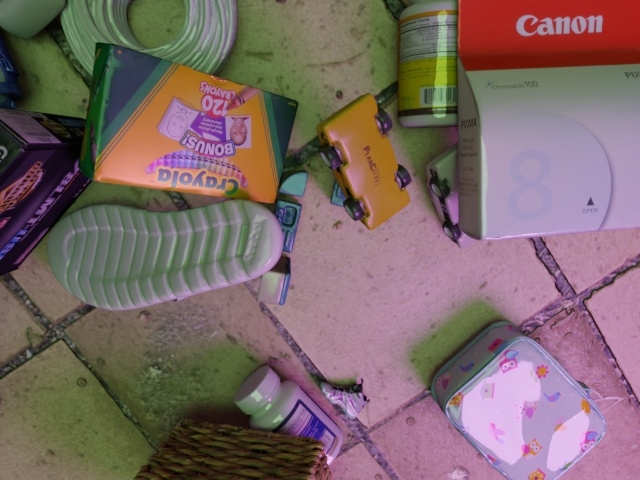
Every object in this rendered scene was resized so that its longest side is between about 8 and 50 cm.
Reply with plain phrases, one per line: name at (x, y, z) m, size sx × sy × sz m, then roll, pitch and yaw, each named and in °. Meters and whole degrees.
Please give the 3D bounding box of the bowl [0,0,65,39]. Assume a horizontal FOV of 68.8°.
bowl at (-0.430, -0.377, 0.661) m, size 0.142 × 0.053 × 0.142 m, roll -13°, pitch 89°, yaw 32°

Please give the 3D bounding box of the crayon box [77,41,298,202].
crayon box at (-0.179, -0.154, 0.667) m, size 0.278 × 0.081 × 0.165 m, roll 3°, pitch 108°, yaw -41°

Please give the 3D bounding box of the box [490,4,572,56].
box at (0.330, -0.238, 0.736) m, size 0.103 × 0.114 × 0.203 m, roll -31°, pitch 100°, yaw 1°

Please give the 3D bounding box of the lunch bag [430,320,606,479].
lunch bag at (0.359, 0.297, 0.845) m, size 0.224 × 0.108 × 0.279 m, roll -45°, pitch 102°, yaw 1°

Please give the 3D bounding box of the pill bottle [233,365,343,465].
pill bottle at (-0.059, 0.316, 0.825) m, size 0.112 × 0.112 × 0.187 m, roll -41°, pitch 100°, yaw 5°

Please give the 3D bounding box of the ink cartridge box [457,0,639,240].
ink cartridge box at (0.349, -0.202, 0.639) m, size 0.308 × 0.091 × 0.385 m, roll -5°, pitch 102°, yaw -5°

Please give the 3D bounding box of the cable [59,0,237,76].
cable at (-0.254, -0.340, 0.700) m, size 0.257 × 0.089 × 0.257 m, roll 27°, pitch 99°, yaw -8°

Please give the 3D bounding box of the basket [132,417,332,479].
basket at (-0.131, 0.447, 0.730) m, size 0.299 × 0.213 × 0.223 m, roll -1°, pitch 117°, yaw 23°

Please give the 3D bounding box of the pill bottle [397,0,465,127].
pill bottle at (0.178, -0.284, 0.717) m, size 0.117 × 0.117 × 0.215 m, roll -1°, pitch 101°, yaw -3°

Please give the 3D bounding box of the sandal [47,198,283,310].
sandal at (-0.249, 0.026, 0.754) m, size 0.416 × 0.102 × 0.170 m, roll -2°, pitch 86°, yaw 16°

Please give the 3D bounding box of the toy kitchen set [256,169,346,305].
toy kitchen set at (0.000, 0.000, 0.761) m, size 0.166 × 0.122 × 0.207 m, roll 12°, pitch 101°, yaw -5°

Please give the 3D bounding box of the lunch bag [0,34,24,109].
lunch bag at (-0.656, -0.289, 0.610) m, size 0.385 × 0.239 × 0.328 m, roll -25°, pitch 101°, yaw -21°

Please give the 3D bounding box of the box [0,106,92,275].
box at (-0.439, -0.047, 0.643) m, size 0.073 × 0.293 × 0.295 m, roll 43°, pitch 95°, yaw -8°

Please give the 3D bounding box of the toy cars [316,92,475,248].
toy cars at (0.138, -0.099, 0.719) m, size 0.393 × 0.087 × 0.177 m, roll 10°, pitch 110°, yaw -34°

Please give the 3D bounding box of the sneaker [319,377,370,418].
sneaker at (0.050, 0.277, 0.863) m, size 0.069 × 0.038 × 0.098 m, roll -45°, pitch 109°, yaw 4°
